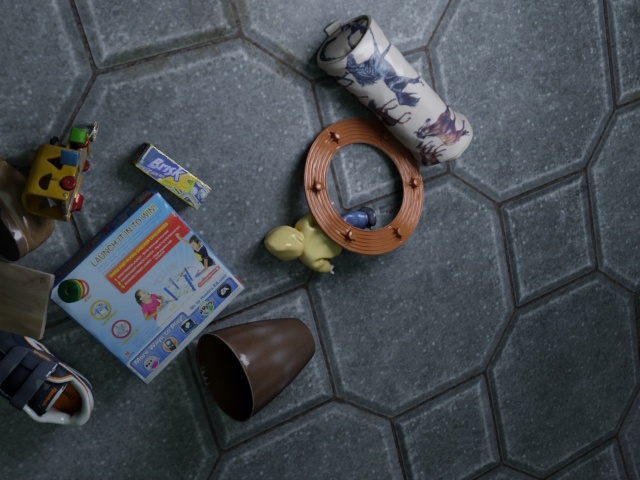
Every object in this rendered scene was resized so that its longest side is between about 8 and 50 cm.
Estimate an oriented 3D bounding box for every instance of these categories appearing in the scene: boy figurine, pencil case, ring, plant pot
[{"bbox_3d":[0.000,0.000,1.764,0.285,0.092,0.177,-14,107,-23],"label":"boy figurine"},{"bbox_3d":[0.175,-0.350,1.731,0.410,0.183,0.160,39,100,-27],"label":"pencil case"},{"bbox_3d":[0.114,-0.132,1.762,0.336,0.032,0.337,5,78,-27],"label":"ring"},{"bbox_3d":[-0.132,0.271,1.711,0.230,0.215,0.215,-24,112,-36],"label":"plant pot"}]

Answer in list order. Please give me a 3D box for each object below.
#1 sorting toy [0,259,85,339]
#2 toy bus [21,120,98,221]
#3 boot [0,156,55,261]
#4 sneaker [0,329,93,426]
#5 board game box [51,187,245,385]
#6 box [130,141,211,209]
[{"bbox_3d":[-0.597,0.111,1.451,0.274,0.046,0.132,14,96,9],"label":"sorting toy"},{"bbox_3d":[-0.516,-0.142,1.438,0.104,0.202,0.191,12,104,-11],"label":"toy bus"},{"bbox_3d":[-0.627,-0.118,1.432,0.115,0.112,0.305,-41,116,-47],"label":"boot"},{"bbox_3d":[-0.594,0.273,1.492,0.321,0.127,0.126,36,89,-31],"label":"sneaker"},{"bbox_3d":[-0.376,0.100,1.597,0.308,0.086,0.302,-45,117,-12],"label":"board game box"},{"bbox_3d":[-0.322,-0.139,1.588,0.169,0.054,0.059,37,83,-28],"label":"box"}]
